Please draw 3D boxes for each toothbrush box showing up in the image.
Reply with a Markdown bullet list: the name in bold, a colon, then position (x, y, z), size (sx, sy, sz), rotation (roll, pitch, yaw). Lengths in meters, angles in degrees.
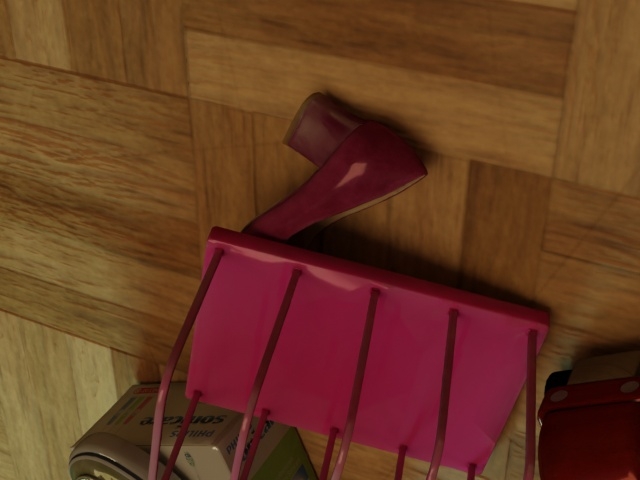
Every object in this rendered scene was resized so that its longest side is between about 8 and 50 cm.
- **toothbrush box**: position (-0.109, 0.301, 1.070), size (0.206, 0.122, 0.283), rotation (-9, 115, 34)

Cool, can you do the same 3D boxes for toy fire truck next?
- **toy fire truck**: position (0.218, 0.235, 0.752), size (0.158, 0.246, 0.217), rotation (-14, 111, 36)

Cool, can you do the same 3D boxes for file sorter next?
- **file sorter**: position (0.016, 0.153, 0.809), size (0.291, 0.182, 0.202), rotation (15, 130, 1)

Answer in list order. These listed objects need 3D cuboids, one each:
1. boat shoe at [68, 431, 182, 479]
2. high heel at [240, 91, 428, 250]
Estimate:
- **boat shoe**: position (-0.148, 0.324, 0.966), size (0.109, 0.094, 0.302), rotation (-34, 98, 39)
- **high heel**: position (0.000, 0.000, 0.844), size (0.117, 0.082, 0.244), rotation (36, 118, 19)
